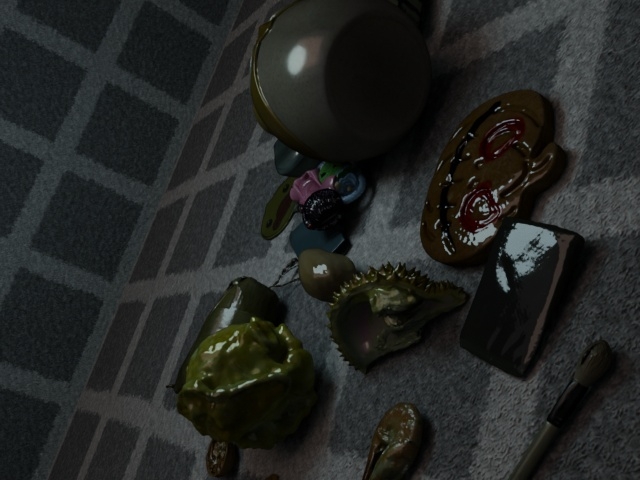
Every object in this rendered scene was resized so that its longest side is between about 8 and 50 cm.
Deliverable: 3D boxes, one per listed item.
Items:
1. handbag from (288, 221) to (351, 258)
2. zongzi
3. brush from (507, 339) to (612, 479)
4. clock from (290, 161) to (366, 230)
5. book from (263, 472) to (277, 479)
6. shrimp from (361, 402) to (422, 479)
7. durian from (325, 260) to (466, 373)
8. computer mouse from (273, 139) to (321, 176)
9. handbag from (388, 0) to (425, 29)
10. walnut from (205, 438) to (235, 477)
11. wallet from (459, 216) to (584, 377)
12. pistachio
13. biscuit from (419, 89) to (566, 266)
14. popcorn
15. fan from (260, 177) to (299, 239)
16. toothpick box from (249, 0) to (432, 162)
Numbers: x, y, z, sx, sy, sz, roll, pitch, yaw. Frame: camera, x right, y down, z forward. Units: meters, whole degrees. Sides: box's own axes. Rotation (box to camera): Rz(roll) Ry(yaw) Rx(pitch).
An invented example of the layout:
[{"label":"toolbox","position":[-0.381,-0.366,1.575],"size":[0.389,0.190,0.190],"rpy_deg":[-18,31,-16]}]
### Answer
[{"label":"handbag","position":[0.000,0.000,1.740],"size":[0.144,0.057,0.221],"rpy_deg":[-48,28,12]},{"label":"zongzi","position":[-0.254,0.237,1.839],"size":[0.418,0.181,0.447],"rpy_deg":[-12,53,58]},{"label":"brush","position":[0.318,0.267,0.945],"size":[0.299,0.039,0.042],"rpy_deg":[-59,-16,8]},{"label":"clock","position":[0.023,-0.121,1.711],"size":[0.194,0.100,0.195],"rpy_deg":[-35,33,7]},{"label":"book","position":[-0.152,0.673,1.425],"size":[0.208,0.020,0.295],"rpy_deg":[-44,32,31]},{"label":"shrimp","position":[0.115,0.384,1.186],"size":[0.217,0.051,0.115],"rpy_deg":[-63,20,0]},{"label":"durian","position":[0.128,0.131,1.293],"size":[0.306,0.172,0.166],"rpy_deg":[-33,63,32]},{"label":"computer mouse","position":[-0.052,-0.286,2.013],"size":[0.188,0.122,0.371],"rpy_deg":[-51,22,16]},{"label":"handbag","position":[0.166,-0.645,1.917],"size":[0.327,0.162,0.325],"rpy_deg":[-35,35,51]},{"label":"walnut","position":[-0.238,0.533,1.665],"size":[0.091,0.052,0.121],"rpy_deg":[-48,32,23]},{"label":"wallet","position":[0.322,0.087,1.098],"size":[0.168,0.052,0.245],"rpy_deg":[26,96,59]},{"label":"pistachio","position":[0.014,0.076,1.557],"size":[0.124,0.124,0.185],"rpy_deg":[-57,42,10]},{"label":"biscuit","position":[0.319,-0.124,1.277],"size":[0.314,0.063,0.367],"rpy_deg":[-6,59,60]},{"label":"popcorn","position":[-0.154,0.322,1.493],"size":[0.312,0.312,0.312],"rpy_deg":[-41,34,36]},{"label":"fan","position":[-0.102,-0.104,2.052],"size":[0.335,0.011,0.229],"rpy_deg":[8,73,62]},{"label":"toothpick box","position":[0.025,-0.398,1.649],"size":[0.425,0.409,0.409],"rpy_deg":[21,84,60]}]
